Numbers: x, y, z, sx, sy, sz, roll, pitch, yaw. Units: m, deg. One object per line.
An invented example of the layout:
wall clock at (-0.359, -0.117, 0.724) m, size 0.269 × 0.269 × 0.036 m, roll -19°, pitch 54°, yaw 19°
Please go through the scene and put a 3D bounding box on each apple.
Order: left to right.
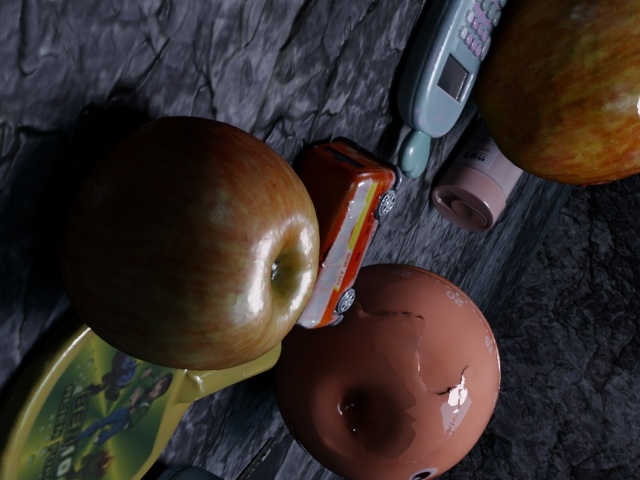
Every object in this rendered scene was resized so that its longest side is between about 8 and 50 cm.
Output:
apple at (-0.069, 0.005, 0.507) m, size 0.146 × 0.131 × 0.146 m, roll -49°, pitch 153°, yaw -36°
apple at (0.309, -0.195, 1.102) m, size 0.250 × 0.277 × 0.309 m, roll -31°, pitch 160°, yaw 7°

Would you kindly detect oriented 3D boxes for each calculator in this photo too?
calculator at (0.141, -0.207, 0.956) m, size 0.298 × 0.041 × 0.185 m, roll -67°, pitch 162°, yaw 9°

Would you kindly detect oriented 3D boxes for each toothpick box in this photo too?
toothpick box at (0.233, -0.098, 1.290) m, size 0.149 × 0.098 × 0.098 m, roll -55°, pitch 161°, yaw -25°

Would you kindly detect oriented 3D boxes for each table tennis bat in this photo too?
table tennis bat at (-0.122, 0.106, 0.669) m, size 0.321 × 0.050 × 0.198 m, roll -13°, pitch 127°, yaw -63°

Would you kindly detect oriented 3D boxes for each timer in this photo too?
timer at (0.069, 0.138, 0.950) m, size 0.215 × 0.230 × 0.229 m, roll -22°, pitch 137°, yaw -66°

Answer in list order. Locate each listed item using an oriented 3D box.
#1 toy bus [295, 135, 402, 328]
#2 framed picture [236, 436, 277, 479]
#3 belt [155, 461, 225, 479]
toy bus at (0.000, 0.000, 0.806) m, size 0.077 × 0.079 × 0.174 m, roll -13°, pitch 130°, yaw -57°
framed picture at (-0.145, 0.428, 1.135) m, size 0.255 × 0.014 × 0.338 m, roll -46°, pitch 157°, yaw -45°
belt at (-0.136, 0.298, 0.787) m, size 0.206 × 0.116 × 0.267 m, roll -45°, pitch 159°, yaw -52°
